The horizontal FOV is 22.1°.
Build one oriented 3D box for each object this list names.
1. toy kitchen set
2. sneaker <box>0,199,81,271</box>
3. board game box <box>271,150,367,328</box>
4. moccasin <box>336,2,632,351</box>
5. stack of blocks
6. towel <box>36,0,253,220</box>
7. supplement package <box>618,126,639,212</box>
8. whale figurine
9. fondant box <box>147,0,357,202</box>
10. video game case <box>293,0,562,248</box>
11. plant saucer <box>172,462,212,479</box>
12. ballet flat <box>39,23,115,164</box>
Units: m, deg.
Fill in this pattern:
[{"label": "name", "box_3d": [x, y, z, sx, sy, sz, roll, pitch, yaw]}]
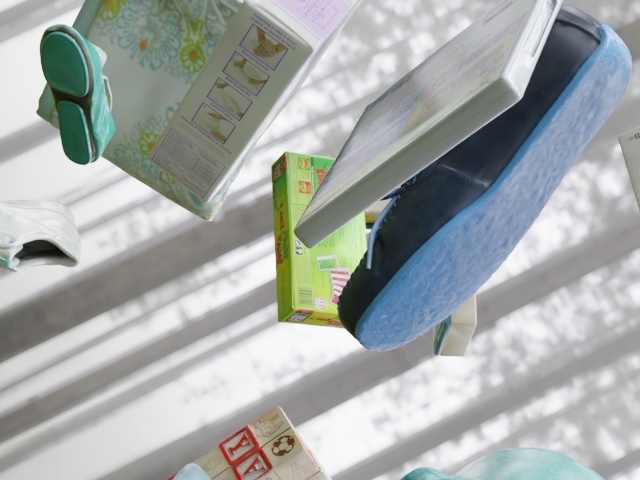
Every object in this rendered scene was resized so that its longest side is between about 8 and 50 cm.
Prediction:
[{"label": "toy kitchen set", "box_3d": [0.123, 0.042, 2.263, 0.122, 0.166, 0.207, 97, -5, -64]}, {"label": "sneaker", "box_3d": [-0.356, -0.002, 1.741, 0.094, 0.212, 0.080, -119, -144, -49]}, {"label": "board game box", "box_3d": [0.000, 0.000, 1.750, 0.043, 0.092, 0.181, 139, -47, -56]}, {"label": "moccasin", "box_3d": [0.129, -0.056, 1.431, 0.117, 0.342, 0.137, 44, 4, 32]}, {"label": "stack of blocks", "box_3d": [-0.042, 0.358, 1.975, 0.297, 0.171, 0.087, 59, -4, -38]}, {"label": "towel", "box_3d": [-0.218, -0.250, 2.425, 0.320, 0.374, 0.090, 34, 29, 4]}, {"label": "supplement package", "box_3d": [0.585, -0.035, 2.443, 0.177, 0.175, 0.293, 37, 36, -52]}, {"label": "whale figurine", "box_3d": [0.163, 0.223, 1.289, 0.216, 0.141, 0.272, 29, -10, 25]}, {"label": "fondant box", "box_3d": [-0.052, -0.219, 1.873, 0.096, 0.238, 0.330, 37, -37, -1]}, {"label": "video game case", "box_3d": [0.084, -0.100, 1.197, 0.023, 0.212, 0.193, 46, 36, -12]}, {"label": "plant saucer", "box_3d": [-0.144, 0.360, 1.484, 0.317, 0.043, 0.318, 16, 90, -83]}, {"label": "ballet flat", "box_3d": [-0.324, -0.214, 2.220, 0.083, 0.087, 0.247, 17, -40, 17]}]
